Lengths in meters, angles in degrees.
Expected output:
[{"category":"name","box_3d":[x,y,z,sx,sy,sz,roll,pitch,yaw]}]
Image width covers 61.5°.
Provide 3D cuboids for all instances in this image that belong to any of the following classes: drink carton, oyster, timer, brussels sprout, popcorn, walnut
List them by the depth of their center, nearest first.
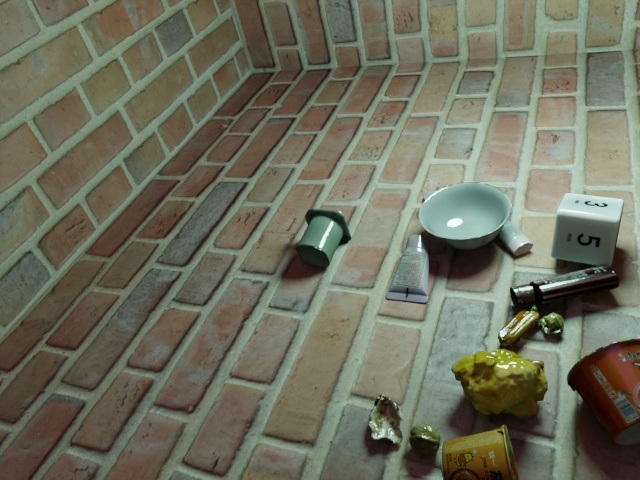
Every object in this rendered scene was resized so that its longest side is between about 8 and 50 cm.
[{"category":"walnut","box_3d":[0.292,0.558,1.509,0.092,0.092,0.092,-9,40,8]},{"category":"popcorn","box_3d":[0.515,0.399,1.540,0.254,0.190,0.191,-9,46,2]},{"category":"oyster","box_3d":[0.195,0.529,1.597,0.103,0.051,0.148,-2,56,13]},{"category":"brussels sprout","box_3d":[0.744,0.268,1.722,0.085,0.058,0.085,-11,55,16]},{"category":"timer","box_3d":[0.935,-0.040,1.883,0.195,0.194,0.192,12,30,29]},{"category":"drink carton","box_3d":[0.000,0.000,2.212,0.191,0.185,0.189,8,56,24]}]

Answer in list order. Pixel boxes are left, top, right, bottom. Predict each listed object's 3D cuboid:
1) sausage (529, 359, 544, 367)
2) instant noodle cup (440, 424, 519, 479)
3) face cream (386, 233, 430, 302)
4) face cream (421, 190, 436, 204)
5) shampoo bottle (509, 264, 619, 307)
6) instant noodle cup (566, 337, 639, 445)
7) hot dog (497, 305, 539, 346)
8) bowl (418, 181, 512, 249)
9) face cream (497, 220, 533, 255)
[{"category":"sausage","box_3d":[0.625,0.379,1.652,0.116,0.026,0.026,-1,41,16]},{"category":"instant noodle cup","box_3d":[0.404,0.584,1.352,0.172,0.215,0.215,-13,38,18]},{"category":"face cream","box_3d":[0.350,0.109,2.027,0.154,0.096,0.273,6,57,21]},{"category":"face cream","box_3d":[0.476,-0.154,2.278,0.091,0.095,0.091,-10,39,8]},{"category":"shampoo bottle","box_3d":[0.805,0.157,1.794,0.323,0.084,0.129,-13,4,3]},{"category":"instant noodle cup","box_3d":[0.809,0.403,1.406,0.251,0.250,0.192,-15,47,1]},{"category":"hot dog","box_3d":[0.643,0.280,1.737,0.188,0.055,0.072,-32,10,-26]},{"category":"bowl","box_3d":[0.564,-0.063,2.088,0.346,0.157,0.345,-11,39,9]},{"category":"face cream","box_3d":[0.728,-0.022,2.069,0.084,0.057,0.198,-25,41,0]}]
